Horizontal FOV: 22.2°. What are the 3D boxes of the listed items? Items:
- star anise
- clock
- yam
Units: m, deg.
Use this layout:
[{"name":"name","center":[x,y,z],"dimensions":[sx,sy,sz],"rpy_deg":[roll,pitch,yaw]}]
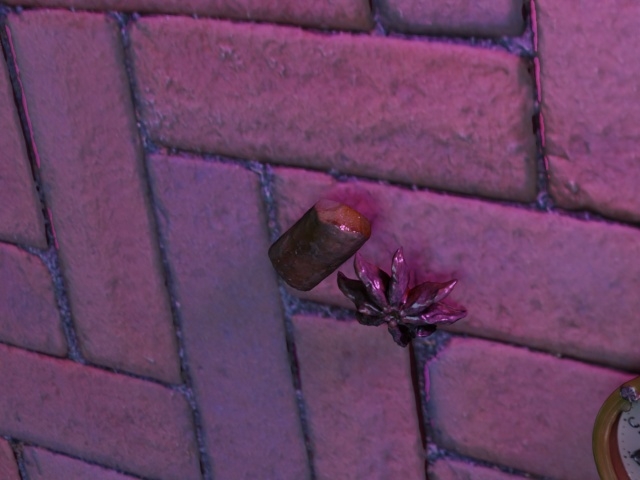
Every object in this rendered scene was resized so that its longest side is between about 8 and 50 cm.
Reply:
[{"name":"star anise","center":[0.076,0.062,1.670],"dimensions":[0.141,0.042,0.141],"rpy_deg":[15,139,14]},{"name":"clock","center":[0.374,0.213,1.560],"dimensions":[0.237,0.057,0.237],"rpy_deg":[20,129,27]},{"name":"yam","center":[0.000,0.000,1.691],"dimensions":[0.070,0.070,0.146],"rpy_deg":[48,135,1]}]
